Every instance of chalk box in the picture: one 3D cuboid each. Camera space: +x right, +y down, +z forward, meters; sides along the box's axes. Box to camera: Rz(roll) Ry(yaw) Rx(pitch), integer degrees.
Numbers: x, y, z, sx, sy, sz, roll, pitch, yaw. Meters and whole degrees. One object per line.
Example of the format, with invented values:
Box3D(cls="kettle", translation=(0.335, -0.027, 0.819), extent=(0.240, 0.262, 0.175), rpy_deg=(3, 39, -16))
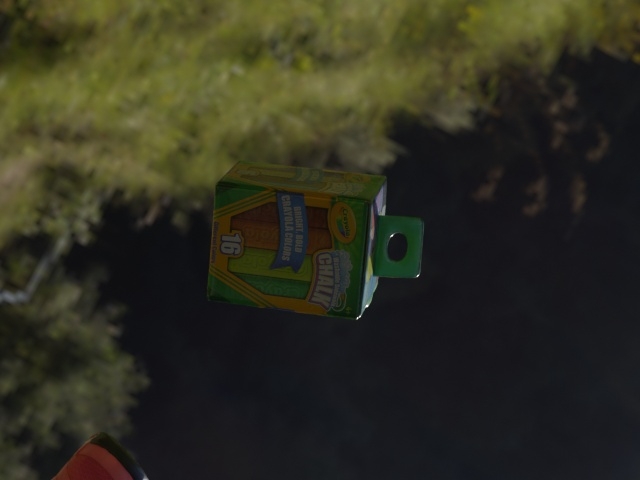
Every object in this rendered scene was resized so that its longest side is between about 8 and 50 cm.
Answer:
Box3D(cls="chalk box", translation=(0.000, 0.000, 2.053), extent=(0.132, 0.213, 0.132), rpy_deg=(-54, 149, -73))

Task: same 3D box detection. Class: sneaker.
Box3D(cls="sneaker", translation=(-0.309, 0.347, 2.393), extent=(0.136, 0.116, 0.314), rpy_deg=(-41, 176, -39))
